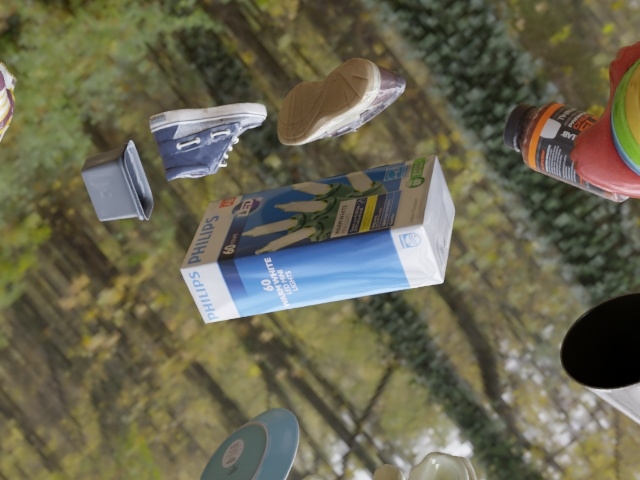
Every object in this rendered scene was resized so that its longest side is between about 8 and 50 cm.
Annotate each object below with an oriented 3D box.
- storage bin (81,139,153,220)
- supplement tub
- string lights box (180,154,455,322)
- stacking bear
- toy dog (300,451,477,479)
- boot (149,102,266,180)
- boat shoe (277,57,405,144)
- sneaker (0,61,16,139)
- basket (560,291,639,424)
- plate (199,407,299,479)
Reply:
[{"bbox_3d":[-0.362,-0.102,2.359,0.091,0.135,0.098,-11,-151,9],"label":"storage bin"},{"bbox_3d":[0.363,-0.134,1.910,0.106,0.198,0.106,-37,139,-40],"label":"supplement tub"},{"bbox_3d":[0.000,0.000,1.375,0.260,0.076,0.133,-11,-148,18],"label":"string lights box"},{"bbox_3d":[0.378,-0.141,1.369,0.175,0.164,0.289,-64,175,-6],"label":"stacking bear"},{"bbox_3d":[0.180,0.522,2.078,0.285,0.395,0.408,-23,157,15],"label":"toy dog"},{"bbox_3d":[-0.139,-0.127,1.722,0.190,0.086,0.069,-12,179,-44],"label":"boot"},{"bbox_3d":[0.028,-0.205,2.056,0.285,0.092,0.102,-24,-119,57],"label":"boat shoe"},{"bbox_3d":[-0.357,-0.141,1.379,0.070,0.083,0.185,3,177,4],"label":"sneaker"},{"bbox_3d":[0.486,0.195,1.878,0.204,0.227,0.154,-13,-132,44],"label":"basket"},{"bbox_3d":[-0.097,0.271,1.553,0.188,0.024,0.188,-41,-155,24],"label":"plate"}]
